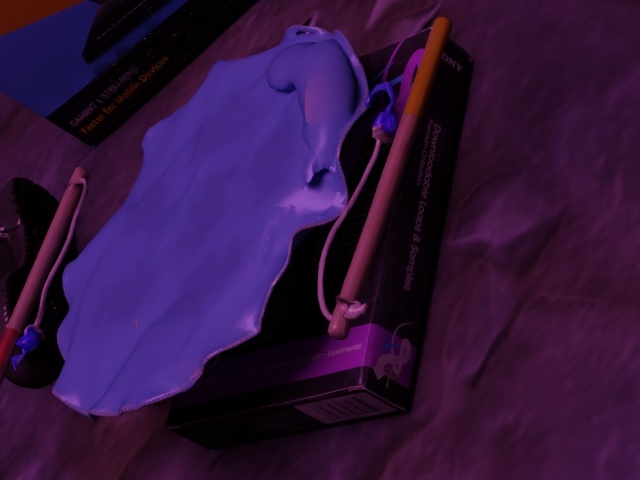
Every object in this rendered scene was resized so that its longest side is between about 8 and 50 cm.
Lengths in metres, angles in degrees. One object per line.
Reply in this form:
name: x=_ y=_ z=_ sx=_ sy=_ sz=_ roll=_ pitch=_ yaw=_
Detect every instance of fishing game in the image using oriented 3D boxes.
fishing game: x=-0.043 y=-0.005 z=0.783 sx=0.264 sy=0.041 sz=0.189 roll=-21 pitch=42 yaw=46

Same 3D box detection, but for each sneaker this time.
sneaker: x=-0.163 y=0.032 z=0.946 sx=0.089 sy=0.051 sz=0.170 roll=-42 pitch=33 yaw=22

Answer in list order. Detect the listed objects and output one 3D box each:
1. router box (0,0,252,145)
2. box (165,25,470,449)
router box: x=-0.104 y=-0.140 z=0.929 sx=0.179 sy=0.133 sz=0.046 roll=-40 pitch=38 yaw=25
box: x=0.000 y=0.000 z=0.784 sx=0.116 sy=0.029 sz=0.162 roll=-16 pitch=53 yaw=45
